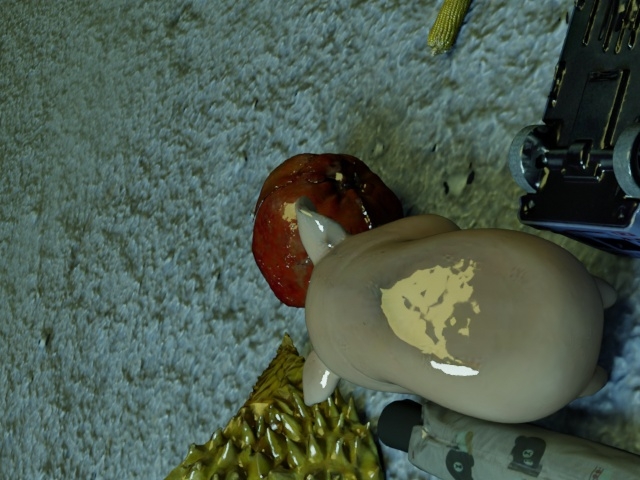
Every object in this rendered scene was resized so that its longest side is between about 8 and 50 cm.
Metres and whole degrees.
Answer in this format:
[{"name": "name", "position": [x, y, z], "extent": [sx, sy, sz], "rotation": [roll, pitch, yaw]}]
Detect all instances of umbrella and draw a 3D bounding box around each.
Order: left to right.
[{"name": "umbrella", "position": [0.160, 0.168, 0.765], "extent": [0.337, 0.073, 0.067], "rotation": [7, 68, 54]}]

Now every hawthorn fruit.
[{"name": "hawthorn fruit", "position": [0.000, 0.000, 1.016], "extent": [0.148, 0.148, 0.172], "rotation": [-110, 35, -44]}]

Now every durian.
[{"name": "durian", "position": [-0.038, 0.254, 0.957], "extent": [0.195, 0.185, 0.305], "rotation": [26, 84, 31]}]

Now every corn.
[{"name": "corn", "position": [0.131, -0.222, 1.063], "extent": [0.027, 0.028, 0.083], "rotation": [17, 81, 60]}]

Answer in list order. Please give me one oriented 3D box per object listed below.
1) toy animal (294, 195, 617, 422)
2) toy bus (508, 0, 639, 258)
[{"name": "toy animal", "position": [0.090, 0.060, 0.807], "extent": [0.250, 0.154, 0.166], "rotation": [3, 82, 41]}, {"name": "toy bus", "position": [0.250, -0.136, 0.773], "extent": [0.125, 0.133, 0.292], "rotation": [7, 79, 59]}]
